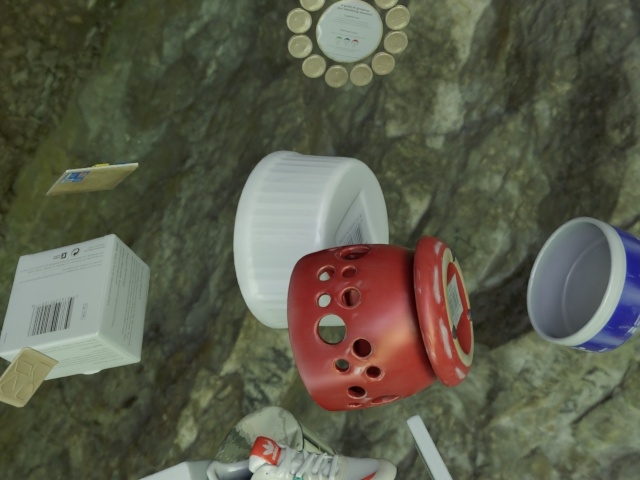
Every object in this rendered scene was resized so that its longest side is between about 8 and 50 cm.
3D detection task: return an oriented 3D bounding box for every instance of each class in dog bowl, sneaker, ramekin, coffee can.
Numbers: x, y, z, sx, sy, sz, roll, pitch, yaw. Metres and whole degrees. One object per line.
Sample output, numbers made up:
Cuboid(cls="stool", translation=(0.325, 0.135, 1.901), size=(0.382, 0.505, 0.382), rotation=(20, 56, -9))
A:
Cuboid(cls="dog bowl", translation=(0.544, 0.092, 1.331), size=(0.265, 0.104, 0.265), rotation=(-163, -90, -75))
Cuboid(cls="sneaker", translation=(-0.020, 0.190, 0.515), size=(0.161, 0.075, 0.057), rotation=(-20, -164, 21))
Cuboid(cls="ramekin", translation=(0.000, 0.000, 0.992), size=(0.135, 0.277, 0.277), rotation=(1, -127, 28))
Cuboid(cls="coffee can", translation=(-0.037, 0.455, 1.183), size=(0.201, 0.275, 0.202), rotation=(-29, -145, 22))

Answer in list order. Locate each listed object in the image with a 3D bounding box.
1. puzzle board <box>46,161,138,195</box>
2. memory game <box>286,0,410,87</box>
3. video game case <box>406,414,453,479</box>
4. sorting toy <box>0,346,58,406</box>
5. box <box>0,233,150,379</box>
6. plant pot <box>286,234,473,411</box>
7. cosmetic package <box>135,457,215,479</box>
Cuboid(cls="puzzle board", translation=(-0.321, -0.087, 0.910), size=(0.128, 0.096, 0.011), rotation=(-19, -97, 55))
Cuboid(cls="memory game", translation=(0.041, -0.308, 0.956), size=(0.186, 0.186, 0.012), rotation=(-53, -153, 35))
Cuboid(cls="video game case", translation=(0.201, 0.396, 0.999), size=(0.026, 0.206, 0.227), rotation=(-26, -121, -1))
Cuboid(cls="sorting toy", translation=(-0.313, 0.135, 0.665), size=(0.062, 0.012, 0.083), rotation=(-53, 154, -14))
Cuboid(cls="box", translation=(-0.387, 0.109, 1.043), size=(0.119, 0.180, 0.182), rotation=(60, 22, -53))
Cuboid(cls="plant pot", translation=(0.077, 0.094, 0.748), size=(0.174, 0.191, 0.191), rotation=(-10, -142, 22))
Cuboid(cls="cosmetic package", translation=(-0.251, 0.636, 1.284), size=(0.327, 0.393, 0.330), rotation=(-25, -113, 15))
